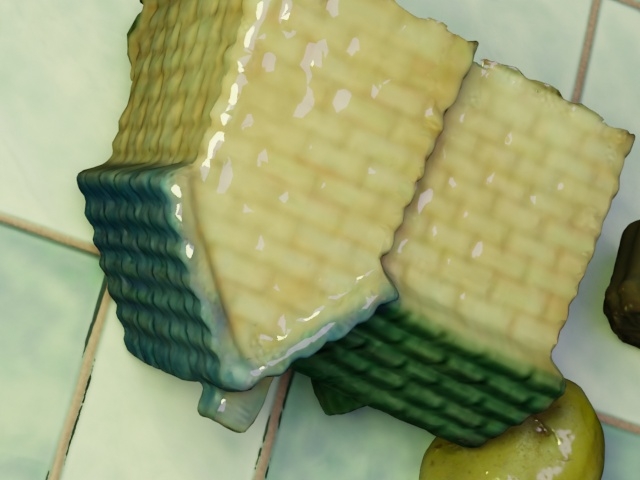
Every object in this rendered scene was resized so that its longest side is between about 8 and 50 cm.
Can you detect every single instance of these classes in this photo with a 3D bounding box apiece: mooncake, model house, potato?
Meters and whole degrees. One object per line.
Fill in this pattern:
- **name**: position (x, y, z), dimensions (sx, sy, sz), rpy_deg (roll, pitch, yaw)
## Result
- **mooncake**: position (0.406, 0.061, 1.848), dimensions (0.228, 0.228, 0.124), rpy_deg (21, 77, -12)
- **model house**: position (0.000, 0.000, 1.681), dimensions (0.445, 0.395, 0.400), rpy_deg (23, 80, -23)
- **potato**: position (0.196, 0.224, 1.782), dimensions (0.200, 0.137, 0.154), rpy_deg (-43, 91, -21)
